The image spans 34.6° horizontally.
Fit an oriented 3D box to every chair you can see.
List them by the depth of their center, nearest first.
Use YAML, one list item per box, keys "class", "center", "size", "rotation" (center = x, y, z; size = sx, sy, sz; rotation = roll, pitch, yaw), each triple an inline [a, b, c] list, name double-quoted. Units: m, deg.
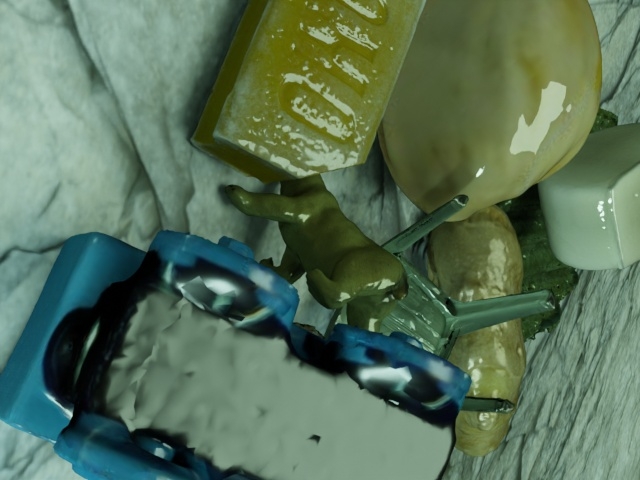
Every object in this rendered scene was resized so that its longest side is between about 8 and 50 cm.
- class: "chair"
  center: [0.100, 0.110, 1.078]
  size: [0.190, 0.275, 0.203]
  rotation: [38, 64, -14]

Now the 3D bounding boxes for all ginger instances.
- class: "ginger"
  center: [0.191, 0.116, 1.274]
  size: [0.190, 0.126, 0.354]
  rotation: [-72, 158, -71]

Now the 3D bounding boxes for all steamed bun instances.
- class: "steamed bun"
  center: [0.393, -0.065, 1.388]
  size: [0.242, 0.164, 0.146]
  rotation: [-29, 115, -32]

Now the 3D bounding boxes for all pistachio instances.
- class: "pistachio"
  center: [0.177, -0.166, 1.099]
  size: [0.230, 0.230, 0.308]
  rotation: [21, 77, -57]

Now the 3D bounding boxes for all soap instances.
- class: "soap"
  center: [-0.005, -0.158, 0.894]
  size: [0.140, 0.073, 0.232]
  rotation: [27, 74, -23]

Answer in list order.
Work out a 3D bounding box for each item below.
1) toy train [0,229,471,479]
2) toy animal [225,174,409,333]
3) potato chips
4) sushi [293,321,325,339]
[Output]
- class: "toy train"
  center: [-0.057, 0.120, 0.729]
  size: [0.300, 0.265, 0.188]
  rotation: [28, 75, -22]
- class: "toy animal"
  center: [0.000, 0.000, 0.922]
  size: [0.101, 0.218, 0.103]
  rotation: [-34, 150, -17]
- class: "potato chips"
  center: [0.343, -0.027, 1.525]
  size: [0.429, 0.070, 0.358]
  rotation: [-8, 109, -56]
- class: "sushi"
  center: [-0.053, 0.108, 0.942]
  size: [0.150, 0.078, 0.090]
  rotation: [26, 78, -58]
